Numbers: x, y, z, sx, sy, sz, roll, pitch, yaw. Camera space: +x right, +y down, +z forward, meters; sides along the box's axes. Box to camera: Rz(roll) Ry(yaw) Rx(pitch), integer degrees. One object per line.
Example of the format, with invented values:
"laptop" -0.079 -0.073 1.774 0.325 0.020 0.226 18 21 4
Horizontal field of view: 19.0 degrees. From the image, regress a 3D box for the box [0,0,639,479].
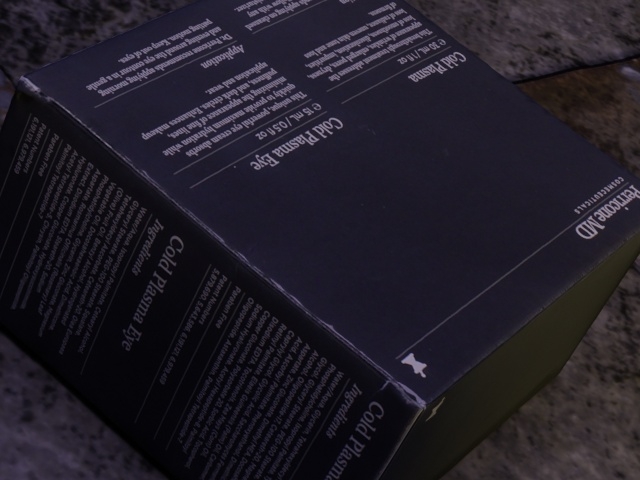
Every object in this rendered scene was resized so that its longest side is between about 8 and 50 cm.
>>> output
"box" 0.000 0.000 1.243 0.312 0.179 0.343 39 38 16
